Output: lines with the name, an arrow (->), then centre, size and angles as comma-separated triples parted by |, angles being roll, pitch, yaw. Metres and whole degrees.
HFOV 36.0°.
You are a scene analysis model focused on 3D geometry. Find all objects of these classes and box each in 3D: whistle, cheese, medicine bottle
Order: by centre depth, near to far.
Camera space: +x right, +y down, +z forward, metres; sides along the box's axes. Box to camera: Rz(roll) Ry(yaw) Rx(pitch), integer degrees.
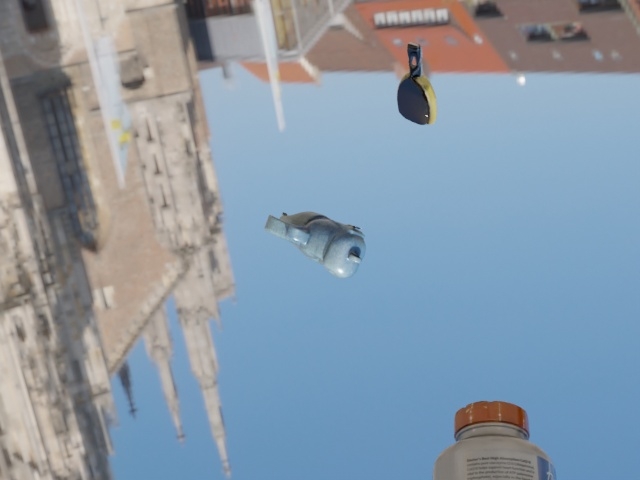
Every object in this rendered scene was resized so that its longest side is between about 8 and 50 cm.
medicine bottle -> 0.217, 0.348, 1.215 | 0.157, 0.157, 0.289 | -6, -127, 14
whistle -> 0.000, 0.000, 1.759 | 0.180, 0.093, 0.269 | 21, -179, -31
cheese -> 0.172, -0.287, 1.788 | 0.086, 0.162, 0.036 | 30, -124, 33
